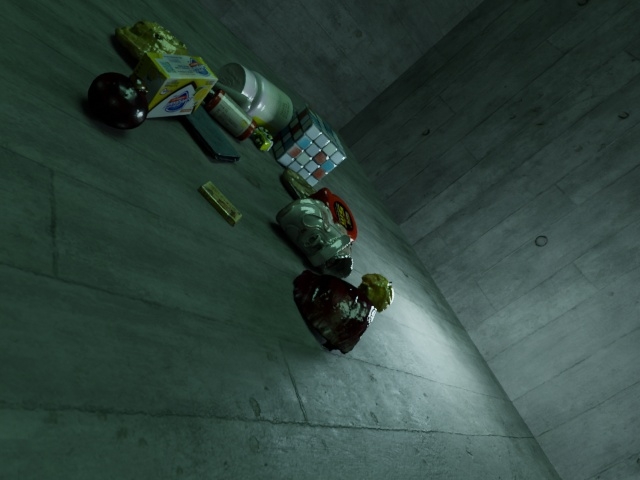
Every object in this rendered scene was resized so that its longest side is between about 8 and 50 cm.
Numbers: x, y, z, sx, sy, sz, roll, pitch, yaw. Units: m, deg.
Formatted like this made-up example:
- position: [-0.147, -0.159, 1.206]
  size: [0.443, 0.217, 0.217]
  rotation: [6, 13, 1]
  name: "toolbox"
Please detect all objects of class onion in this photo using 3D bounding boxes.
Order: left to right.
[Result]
- position: [0.052, 0.186, 1.450]
  size: [0.280, 0.146, 0.314]
  rotation: [47, 21, 1]
  name: "onion"

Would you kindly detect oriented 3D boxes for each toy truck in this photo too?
- position: [-0.269, -0.453, 2.084]
  size: [0.077, 0.076, 0.111]
  rotation: [-15, 64, -49]
  name: "toy truck"

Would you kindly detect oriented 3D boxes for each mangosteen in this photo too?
- position: [-0.497, -0.356, 1.175]
  size: [0.152, 0.152, 0.152]
  rotation: [45, 18, -19]
  name: "mangosteen"

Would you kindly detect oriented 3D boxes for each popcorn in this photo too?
- position: [0.213, 0.202, 1.832]
  size: [0.167, 0.152, 0.148]
  rotation: [-146, -136, -64]
  name: "popcorn"

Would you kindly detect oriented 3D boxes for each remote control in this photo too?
- position: [-0.391, -0.589, 1.917]
  size: [0.229, 0.073, 0.044]
  rotation: [25, 39, 2]
  name: "remote control"

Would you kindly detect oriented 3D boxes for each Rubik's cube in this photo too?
- position: [-0.063, -0.460, 2.288]
  size: [0.259, 0.253, 0.256]
  rotation: [36, 23, -35]
  name: "Rubik's cube"

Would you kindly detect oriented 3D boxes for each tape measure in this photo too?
- position: [0.049, -0.075, 1.962]
  size: [0.260, 0.114, 0.253]
  rotation: [35, 37, -44]
  name: "tape measure"

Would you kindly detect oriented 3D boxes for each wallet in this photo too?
- position: [-0.437, -0.430, 1.644]
  size: [0.379, 0.046, 0.190]
  rotation: [53, 18, 4]
  name: "wallet"

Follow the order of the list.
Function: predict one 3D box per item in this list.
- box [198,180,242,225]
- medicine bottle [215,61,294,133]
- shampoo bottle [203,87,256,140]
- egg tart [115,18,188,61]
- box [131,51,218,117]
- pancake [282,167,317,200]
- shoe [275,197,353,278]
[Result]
- position: [-0.294, -0.110, 1.389]
  size: [0.149, 0.020, 0.073]
  rotation: [48, 17, -11]
  name: "box"
- position: [-0.299, -0.639, 2.132]
  size: [0.213, 0.213, 0.378]
  rotation: [58, 18, 22]
  name: "medicine bottle"
- position: [-0.387, -0.524, 1.862]
  size: [0.278, 0.104, 0.104]
  rotation: [41, 20, -28]
  name: "shampoo bottle"
- position: [-0.559, -0.667, 1.632]
  size: [0.290, 0.115, 0.290]
  rotation: [32, 20, -14]
  name: "egg tart"
- position: [-0.453, -0.469, 1.424]
  size: [0.097, 0.168, 0.265]
  rotation: [48, 26, 1]
  name: "box"
- position: [-0.063, -0.205, 2.112]
  size: [0.294, 0.049, 0.294]
  rotation: [43, 18, -18]
  name: "pancake"
- position: [0.002, -0.002, 1.656]
  size: [0.351, 0.172, 0.198]
  rotation: [33, 28, -41]
  name: "shoe"
